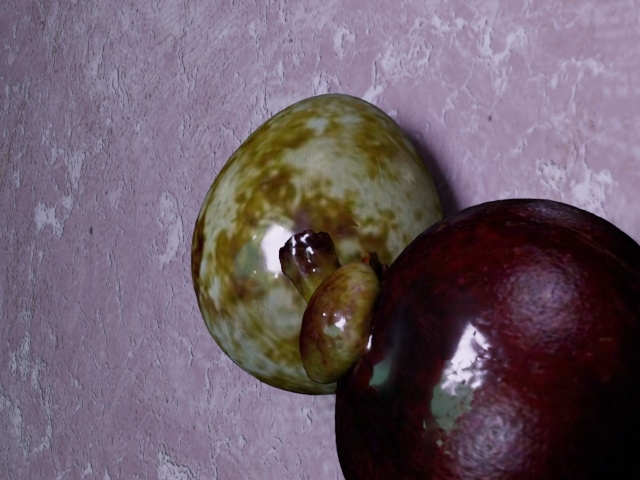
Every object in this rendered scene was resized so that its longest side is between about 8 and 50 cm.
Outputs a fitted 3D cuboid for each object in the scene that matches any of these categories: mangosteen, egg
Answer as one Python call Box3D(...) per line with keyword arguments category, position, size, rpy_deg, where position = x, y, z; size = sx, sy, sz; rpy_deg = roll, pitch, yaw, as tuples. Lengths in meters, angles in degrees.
Box3D(category="mangosteen", position=(0.124, 0.110, 0.885), size=(0.297, 0.293, 0.297), rpy_deg=(-38, 46, 54))
Box3D(category="egg", position=(0.000, 0.000, 1.113), size=(0.238, 0.238, 0.289), rpy_deg=(-27, 54, 49))
